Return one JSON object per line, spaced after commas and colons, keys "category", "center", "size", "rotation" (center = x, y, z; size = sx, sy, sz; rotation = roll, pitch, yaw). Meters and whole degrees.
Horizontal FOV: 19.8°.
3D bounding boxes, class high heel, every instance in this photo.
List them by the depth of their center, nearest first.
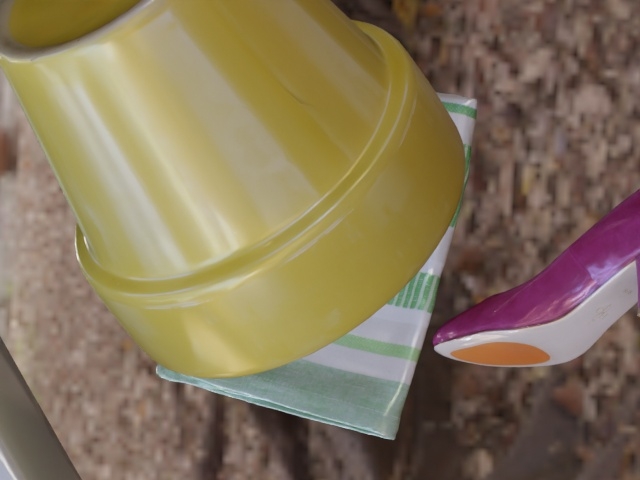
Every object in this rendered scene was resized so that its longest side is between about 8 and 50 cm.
{"category": "high heel", "center": [0.187, 0.022, 1.390], "size": [0.244, 0.082, 0.117], "rotation": [-21, 56, 41]}

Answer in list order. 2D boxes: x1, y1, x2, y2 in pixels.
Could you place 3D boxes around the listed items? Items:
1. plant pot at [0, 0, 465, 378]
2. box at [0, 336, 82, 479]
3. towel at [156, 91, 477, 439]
{"category": "plant pot", "center": [-0.073, -0.083, 1.148], "size": [0.239, 0.254, 0.254], "rotation": [54, -169, -33]}
{"category": "box", "center": [-0.323, 0.112, 1.224], "size": [0.345, 0.215, 0.168], "rotation": [58, -179, 16]}
{"category": "towel", "center": [0.000, 0.000, 1.704], "size": [0.038, 0.248, 0.325], "rotation": [42, -118, -63]}
